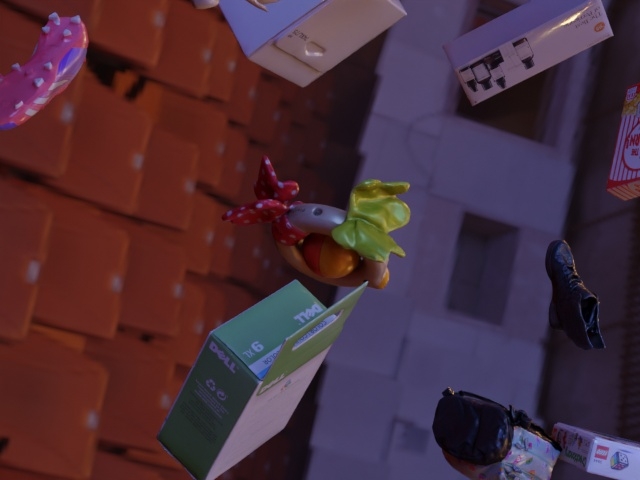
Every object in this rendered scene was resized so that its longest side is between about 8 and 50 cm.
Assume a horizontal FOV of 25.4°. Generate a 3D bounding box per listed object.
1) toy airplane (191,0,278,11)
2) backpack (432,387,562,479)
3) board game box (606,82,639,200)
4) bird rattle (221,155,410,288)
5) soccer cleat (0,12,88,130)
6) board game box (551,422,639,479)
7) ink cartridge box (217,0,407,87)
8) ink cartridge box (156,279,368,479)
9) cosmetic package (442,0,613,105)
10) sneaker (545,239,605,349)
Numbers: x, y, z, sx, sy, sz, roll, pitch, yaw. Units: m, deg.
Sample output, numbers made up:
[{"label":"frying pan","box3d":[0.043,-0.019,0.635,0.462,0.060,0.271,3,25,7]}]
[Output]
[{"label":"toy airplane","box3d":[-0.065,-0.361,1.351,0.384,0.272,0.386,8,-139,42]},{"label":"backpack","box3d":[0.253,0.294,2.003,0.152,0.182,0.115,20,-101,49]},{"label":"board game box","box3d":[0.536,-0.170,2.255,0.147,0.045,0.193,-19,-129,56]},{"label":"bird rattle","box3d":[0.000,0.000,1.943,0.207,0.253,0.143,72,25,-50]},{"label":"soccer cleat","box3d":[-0.398,-0.226,2.029,0.095,0.083,0.248,82,23,-44]},{"label":"board game box","box3d":[0.497,0.328,2.020,0.193,0.305,0.053,168,-64,-84]},{"label":"ink cartridge box","box3d":[-0.046,-0.395,2.027,0.197,0.198,0.270,-33,-108,16]},{"label":"ink cartridge box","box3d":[-0.050,0.102,1.169,0.062,0.109,0.209,44,-45,16]},{"label":"cosmetic package","box3d":[0.313,-0.300,2.138,0.239,0.099,0.060,-27,-127,9]},{"label":"sneaker","box3d":[0.390,0.082,2.164,0.089,0.051,0.170,-7,-98,57]}]
